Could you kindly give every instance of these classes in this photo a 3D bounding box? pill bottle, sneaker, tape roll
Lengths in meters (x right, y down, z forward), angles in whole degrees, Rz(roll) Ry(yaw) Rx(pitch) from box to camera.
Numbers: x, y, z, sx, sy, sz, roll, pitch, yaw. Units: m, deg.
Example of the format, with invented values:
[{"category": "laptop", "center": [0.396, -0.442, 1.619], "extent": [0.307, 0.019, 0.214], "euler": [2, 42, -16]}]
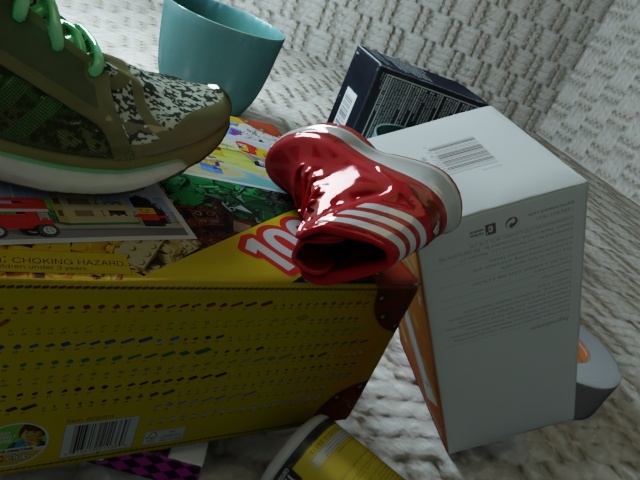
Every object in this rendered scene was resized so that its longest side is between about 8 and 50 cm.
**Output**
[{"category": "pill bottle", "center": [0.039, 0.250, 0.491], "extent": [0.184, 0.103, 0.103], "euler": [34, 28, 21]}, {"category": "sneaker", "center": [-0.226, -0.143, 0.379], "extent": [0.411, 0.182, 0.158], "euler": [-4, 37, -44]}, {"category": "sneaker", "center": [-0.003, -0.038, 0.481], "extent": [0.128, 0.086, 0.221], "euler": [-32, 35, -34]}, {"category": "tape roll", "center": [0.371, 0.185, 0.913], "extent": [0.219, 0.072, 0.219], "euler": [19, 28, -10]}]

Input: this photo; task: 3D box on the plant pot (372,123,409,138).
[{"category": "plant pot", "center": [0.207, -0.084, 1.132], "extent": [0.293, 0.196, 0.293], "euler": [18, 28, -10]}]

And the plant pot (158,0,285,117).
[{"category": "plant pot", "center": [-0.260, -0.437, 1.357], "extent": [0.293, 0.235, 0.293], "euler": [18, 28, -10]}]

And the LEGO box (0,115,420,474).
[{"category": "LEGO box", "center": [-0.220, 0.002, 0.543], "extent": [0.501, 0.193, 0.372], "euler": [4, 32, -35]}]

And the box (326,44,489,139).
[{"category": "box", "center": [0.182, -0.262, 1.331], "extent": [0.294, 0.296, 0.182], "euler": [13, 28, -22]}]

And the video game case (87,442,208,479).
[{"category": "video game case", "center": [-0.215, 0.131, 0.572], "extent": [0.232, 0.041, 0.210], "euler": [19, 26, -8]}]

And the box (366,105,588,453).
[{"category": "box", "center": [0.181, 0.050, 0.672], "extent": [0.169, 0.345, 0.215], "euler": [-16, 33, -1]}]
